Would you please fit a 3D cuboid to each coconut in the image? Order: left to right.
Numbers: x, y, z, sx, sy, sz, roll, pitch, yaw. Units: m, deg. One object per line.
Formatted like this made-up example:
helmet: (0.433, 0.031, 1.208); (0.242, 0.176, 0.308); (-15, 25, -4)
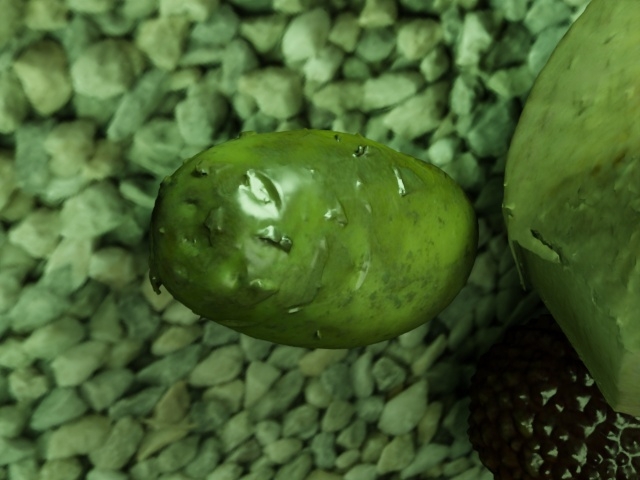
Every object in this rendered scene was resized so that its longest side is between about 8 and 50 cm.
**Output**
coconut: (0.283, -0.030, 0.847); (0.352, 0.352, 0.353); (-13, 121, -22)

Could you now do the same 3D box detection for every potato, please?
potato: (0.000, 0.000, 0.866); (0.251, 0.113, 0.149); (0, 108, -38)

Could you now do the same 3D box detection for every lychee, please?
lychee: (0.204, 0.132, 1.008); (0.188, 0.188, 0.188); (-13, 121, -22)
